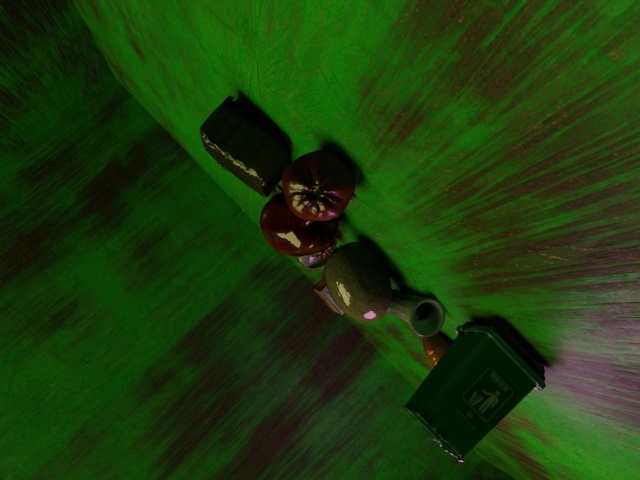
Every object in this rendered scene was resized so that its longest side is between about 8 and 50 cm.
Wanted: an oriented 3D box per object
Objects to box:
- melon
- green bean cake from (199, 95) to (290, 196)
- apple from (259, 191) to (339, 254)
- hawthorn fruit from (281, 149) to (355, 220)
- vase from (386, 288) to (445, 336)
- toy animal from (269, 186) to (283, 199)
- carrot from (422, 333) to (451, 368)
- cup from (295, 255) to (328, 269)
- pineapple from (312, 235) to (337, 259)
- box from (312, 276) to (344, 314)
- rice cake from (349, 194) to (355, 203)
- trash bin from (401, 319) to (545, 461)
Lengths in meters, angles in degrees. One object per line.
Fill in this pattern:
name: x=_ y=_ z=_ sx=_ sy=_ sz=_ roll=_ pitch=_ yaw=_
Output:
melon: x=0.149 y=0.162 z=1.934 sx=0.328 sy=0.249 sz=0.249 roll=66 pitch=164 yaw=-10
green bean cake: x=-0.268 y=-0.345 z=1.865 sx=0.319 sy=0.218 sz=0.335 roll=38 pitch=174 yaw=0
apple: x=-0.083 y=-0.070 z=1.946 sx=0.317 sy=0.288 sz=0.288 roll=3 pitch=137 yaw=54
hawthorn fruit: x=-0.010 y=-0.175 z=1.540 sx=0.224 sy=0.224 sz=0.261 roll=49 pitch=-172 yaw=-12
vase: x=0.345 y=0.268 z=1.925 sx=0.143 sy=0.143 sz=0.299 roll=49 pitch=170 yaw=-14
toy animal: x=-0.202 y=-0.206 z=2.323 sx=0.367 sy=0.081 sz=0.206 roll=49 pitch=179 yaw=-14
carrot: x=0.511 y=0.483 z=2.064 sx=0.225 sy=0.159 sz=0.159 roll=53 pitch=170 yaw=17
cup: x=-0.040 y=0.038 z=2.459 sx=0.264 sy=0.183 sz=0.225 roll=101 pitch=157 yaw=-83
pineapple: x=0.000 y=0.000 z=2.163 sx=0.166 sy=0.166 sz=0.193 roll=45 pitch=166 yaw=8
box: x=0.098 y=0.241 z=2.510 sx=0.177 sy=0.195 sz=0.148 roll=49 pitch=167 yaw=-14
rice cake: x=0.039 y=-0.205 z=1.650 sx=0.207 sy=0.033 sz=0.033 roll=46 pitch=166 yaw=-2
trash bin: x=0.456 y=0.450 z=1.544 sx=0.259 sy=0.381 sz=0.295 roll=47 pitch=168 yaw=1
